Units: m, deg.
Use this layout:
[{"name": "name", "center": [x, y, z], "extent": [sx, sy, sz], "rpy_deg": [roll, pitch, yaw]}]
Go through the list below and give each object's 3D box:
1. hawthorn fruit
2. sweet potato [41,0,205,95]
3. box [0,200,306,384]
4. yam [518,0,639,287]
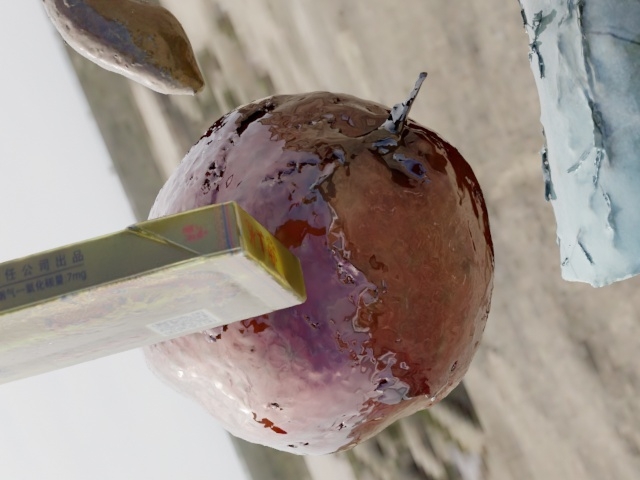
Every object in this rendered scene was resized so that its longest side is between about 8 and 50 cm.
[{"name": "hawthorn fruit", "center": [0.000, 0.000, 0.826], "extent": [0.181, 0.181, 0.235], "rpy_deg": [66, 153, 27]}, {"name": "sweet potato", "center": [-0.163, -0.171, 1.168], "extent": [0.218, 0.065, 0.051], "rpy_deg": [45, 163, 3]}, {"name": "box", "center": [-0.090, 0.024, 0.622], "extent": [0.089, 0.156, 0.022], "rpy_deg": [39, -144, -70]}, {"name": "yam", "center": [0.250, -0.158, 1.209], "extent": [0.241, 0.241, 0.348], "rpy_deg": [-128, 25, -78]}]
